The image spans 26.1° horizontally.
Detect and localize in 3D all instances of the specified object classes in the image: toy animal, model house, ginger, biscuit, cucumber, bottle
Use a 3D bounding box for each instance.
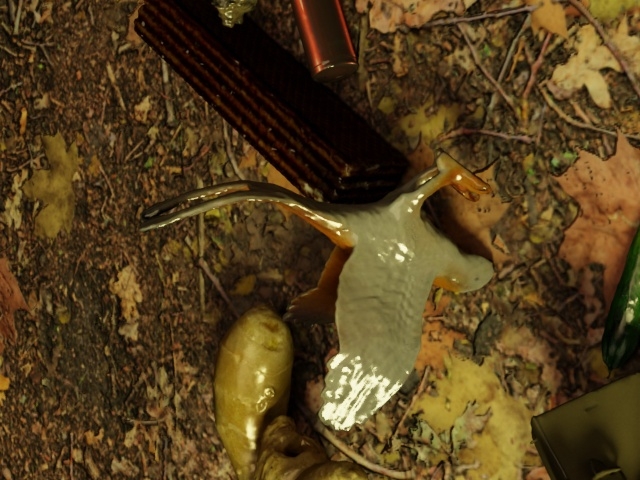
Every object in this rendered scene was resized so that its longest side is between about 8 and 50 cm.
[{"bbox_3d":[0.020,-0.012,1.422,0.302,0.284,0.225,-37,22,11],"label":"toy animal"},{"bbox_3d":[0.281,0.226,1.212,0.204,0.243,0.211,-41,66,33],"label":"model house"},{"bbox_3d":[-0.044,0.294,1.556,0.363,0.122,0.348,46,138,47],"label":"ginger"},{"bbox_3d":[-0.065,-0.169,1.575,0.388,0.107,0.073,45,120,29],"label":"biscuit"},{"bbox_3d":[0.299,0.059,1.328,0.039,0.039,0.168,22,103,37],"label":"cucumber"},{"bbox_3d":[-0.095,-0.344,1.625,0.069,0.086,0.219,-31,54,33],"label":"toy animal"},{"bbox_3d":[-0.004,-0.263,1.554,0.060,0.060,0.164,-25,75,37],"label":"bottle"}]
